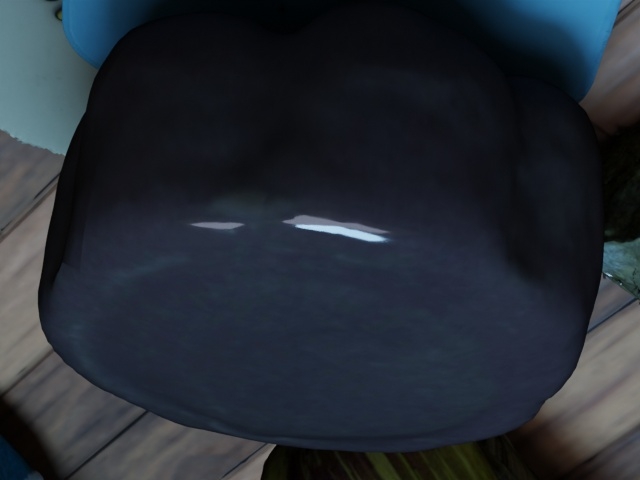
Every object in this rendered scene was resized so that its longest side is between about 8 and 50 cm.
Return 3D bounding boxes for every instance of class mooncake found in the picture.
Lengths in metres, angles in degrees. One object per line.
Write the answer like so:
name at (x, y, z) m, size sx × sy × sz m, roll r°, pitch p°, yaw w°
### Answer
mooncake at (0.000, 0.000, 0.805) m, size 0.245 × 0.133 × 0.245 m, roll 5°, pitch 159°, yaw 2°

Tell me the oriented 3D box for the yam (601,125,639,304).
yam at (0.204, 0.014, 0.856) m, size 0.183 × 0.107 × 0.107 m, roll 31°, pitch 126°, yaw -16°

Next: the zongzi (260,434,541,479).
zongzi at (0.084, 0.234, 0.925) m, size 0.134 × 0.288 × 0.286 m, roll -29°, pitch 121°, yaw 20°

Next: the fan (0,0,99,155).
fan at (-0.118, -0.174, 0.793) m, size 0.233 × 0.012 × 0.414 m, roll -20°, pitch 125°, yaw 20°

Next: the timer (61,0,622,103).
timer at (0.015, -0.156, 0.764) m, size 0.232 × 0.091 × 0.250 m, roll 7°, pitch 142°, yaw -4°

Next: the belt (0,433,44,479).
belt at (-0.334, 0.171, 0.999) m, size 0.436 × 0.173 × 0.300 m, roll 22°, pitch 130°, yaw -10°
